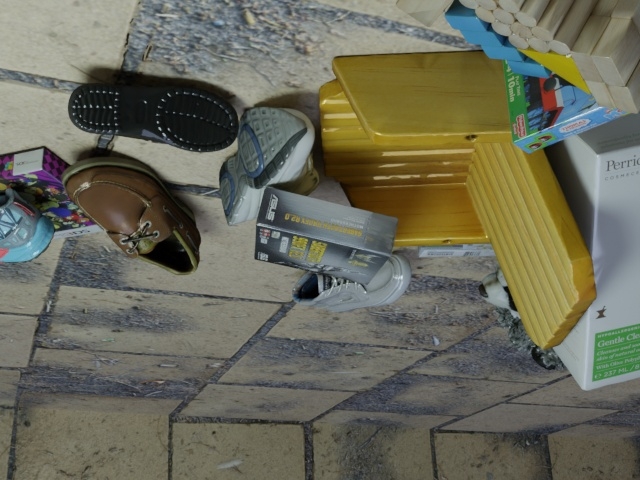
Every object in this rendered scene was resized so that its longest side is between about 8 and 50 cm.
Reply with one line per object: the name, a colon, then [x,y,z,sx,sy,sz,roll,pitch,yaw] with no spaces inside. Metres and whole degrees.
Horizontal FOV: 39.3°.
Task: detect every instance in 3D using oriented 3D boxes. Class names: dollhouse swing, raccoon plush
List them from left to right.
dollhouse swing: [0.162,-0.024,1.184,0.315,0.305,0.347,-2,159,1]
raccoon plush: [0.485,0.035,1.595,0.446,0.216,0.299,-28,151,-14]

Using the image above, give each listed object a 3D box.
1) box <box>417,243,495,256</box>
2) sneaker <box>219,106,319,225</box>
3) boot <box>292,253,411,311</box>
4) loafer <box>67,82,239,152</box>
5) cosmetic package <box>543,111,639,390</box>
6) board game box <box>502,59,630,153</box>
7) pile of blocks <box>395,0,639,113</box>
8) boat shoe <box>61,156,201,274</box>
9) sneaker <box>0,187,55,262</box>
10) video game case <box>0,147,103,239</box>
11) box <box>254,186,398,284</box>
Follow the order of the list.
box: [0.250,-0.021,1.539,0.145,0.038,0.186,-1,159,-2]
sneaker: [-0.057,-0.109,1.258,0.129,0.111,0.297,-6,167,-20]
boot: [0.052,0.086,1.710,0.123,0.095,0.258,6,159,-34]
loafer: [-0.212,-0.165,1.140,0.220,0.080,0.078,8,-172,-25]
cosmetic package: [0.404,-0.004,1.175,0.197,0.155,0.365,-13,124,-6]
board game box: [0.281,-0.197,0.888,0.211,0.160,0.039,-21,151,38]
pile of blocks: [0.157,-0.254,0.813,0.362,0.112,0.149,33,169,-9]
boat shoe: [-0.270,-0.031,1.371,0.110,0.104,0.307,-28,153,17]
sneaker: [-0.532,-0.029,1.326,0.262,0.104,0.125,-10,139,13]
video game case: [-0.454,-0.062,1.396,0.210,0.042,0.232,-9,156,16]
box: [0.000,0.000,1.270,0.183,0.056,0.231,14,167,-3]
